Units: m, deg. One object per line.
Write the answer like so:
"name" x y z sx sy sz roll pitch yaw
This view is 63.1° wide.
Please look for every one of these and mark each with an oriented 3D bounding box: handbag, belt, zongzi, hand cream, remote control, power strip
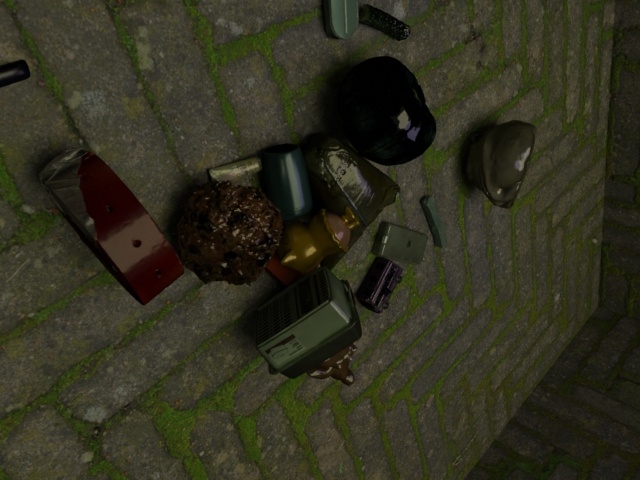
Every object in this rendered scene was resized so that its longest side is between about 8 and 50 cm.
"handbag" -0.094 0.055 1.473 0.127 0.063 0.190 -54 130 -14
"belt" -0.411 -0.026 1.025 0.115 0.227 0.324 -42 111 -25
"zongzi" 0.011 -0.092 1.474 0.323 0.160 0.360 31 99 -33
"hand cream" -0.209 -0.173 1.294 0.143 0.039 0.061 -28 124 -28
"remote control" 0.049 -0.651 1.343 0.104 0.052 0.247 -23 120 -38
"power strip" 0.286 0.013 1.824 0.270 0.046 0.118 14 93 -44

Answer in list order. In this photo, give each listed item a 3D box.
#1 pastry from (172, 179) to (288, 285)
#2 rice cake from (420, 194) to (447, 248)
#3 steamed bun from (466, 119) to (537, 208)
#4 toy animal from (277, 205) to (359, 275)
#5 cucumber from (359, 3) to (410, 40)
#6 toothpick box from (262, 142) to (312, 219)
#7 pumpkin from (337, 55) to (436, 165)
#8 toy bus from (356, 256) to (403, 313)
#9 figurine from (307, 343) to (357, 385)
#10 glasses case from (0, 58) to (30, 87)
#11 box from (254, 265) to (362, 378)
"pastry" -0.219 -0.025 1.241 0.275 0.193 0.275 0 124 0
"rice cake" 0.424 -0.068 1.928 0.045 0.042 0.245 -49 132 -23
"steamed bun" 0.673 -0.307 1.961 0.324 0.219 0.309 -56 156 -48
"toy animal" -0.002 -0.002 1.376 0.230 0.156 0.156 -37 134 9
"cucumber" 0.184 -0.620 1.481 0.187 0.058 0.058 1 104 -44
"toothpick box" -0.090 -0.155 1.353 0.120 0.120 0.184 -27 120 -34
"pumpkin" 0.168 -0.344 1.422 0.315 0.238 0.315 36 38 -35
"toy bus" 0.198 0.150 1.768 0.098 0.087 0.178 38 76 -42
"figurine" 0.037 0.331 1.618 0.247 0.177 0.173 29 103 -34
"glasses case" -0.558 -0.293 0.923 0.083 0.023 0.033 -33 124 -30
"box" -0.034 0.224 1.420 0.290 0.220 0.166 -34 118 12
